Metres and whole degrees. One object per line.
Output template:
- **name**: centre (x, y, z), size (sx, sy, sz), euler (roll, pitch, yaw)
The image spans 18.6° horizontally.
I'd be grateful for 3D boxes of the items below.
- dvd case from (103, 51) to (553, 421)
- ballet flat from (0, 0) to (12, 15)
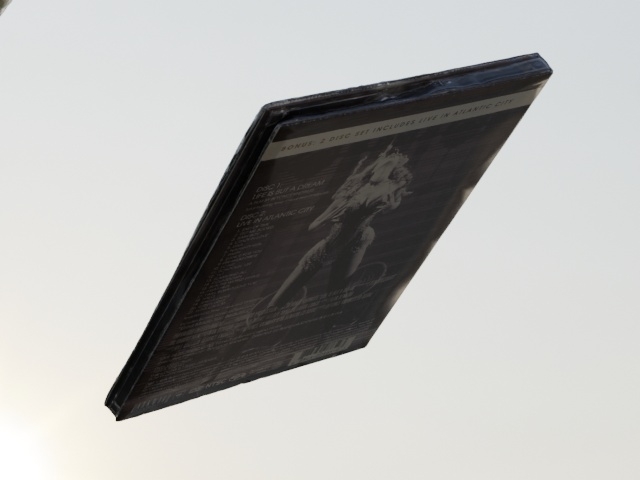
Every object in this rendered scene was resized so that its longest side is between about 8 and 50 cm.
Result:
- **dvd case**: centre (0.000, 0.000, 0.931), size (0.165, 0.018, 0.221), euler (-14, -30, -37)
- **ballet flat**: centre (-0.151, -0.088, 0.602), size (0.114, 0.041, 0.041), euler (19, -28, -13)
